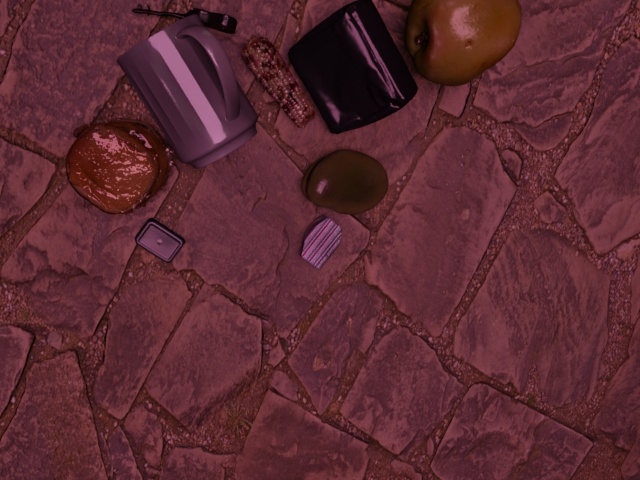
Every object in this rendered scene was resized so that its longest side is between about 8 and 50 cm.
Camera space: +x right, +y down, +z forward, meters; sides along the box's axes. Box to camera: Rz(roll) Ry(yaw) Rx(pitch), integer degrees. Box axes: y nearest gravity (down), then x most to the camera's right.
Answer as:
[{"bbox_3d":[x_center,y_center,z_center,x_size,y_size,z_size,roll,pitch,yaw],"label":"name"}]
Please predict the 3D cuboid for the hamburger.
[{"bbox_3d":[-0.509,-0.195,1.525,0.261,0.211,0.245,-13,109,-5],"label":"hamburger"}]

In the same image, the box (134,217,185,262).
[{"bbox_3d":[-0.457,0.002,1.672,0.126,0.031,0.091,37,93,-18],"label":"box"}]

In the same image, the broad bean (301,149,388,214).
[{"bbox_3d":[0.073,-0.170,1.712,0.263,0.121,0.189,-1,98,-27],"label":"broad bean"}]

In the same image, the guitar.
[{"bbox_3d":[-0.356,-0.591,1.546,0.271,0.084,0.038,9,94,-7],"label":"guitar"}]

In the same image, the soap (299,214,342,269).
[{"bbox_3d":[0.000,0.000,1.752,0.100,0.056,0.149,37,94,-19],"label":"soap"}]

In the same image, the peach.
[{"bbox_3d":[0.379,-0.577,1.584,0.316,0.314,0.281,-31,91,-8],"label":"peach"}]

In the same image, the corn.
[{"bbox_3d":[-0.111,-0.434,1.615,0.092,0.092,0.280,-38,108,-1],"label":"corn"}]

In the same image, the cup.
[{"bbox_3d":[-0.301,-0.374,1.472,0.237,0.323,0.326,-42,111,-32],"label":"cup"}]

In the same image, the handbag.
[{"bbox_3d":[0.089,-0.471,1.623,0.301,0.275,0.178,57,43,-15],"label":"handbag"}]
